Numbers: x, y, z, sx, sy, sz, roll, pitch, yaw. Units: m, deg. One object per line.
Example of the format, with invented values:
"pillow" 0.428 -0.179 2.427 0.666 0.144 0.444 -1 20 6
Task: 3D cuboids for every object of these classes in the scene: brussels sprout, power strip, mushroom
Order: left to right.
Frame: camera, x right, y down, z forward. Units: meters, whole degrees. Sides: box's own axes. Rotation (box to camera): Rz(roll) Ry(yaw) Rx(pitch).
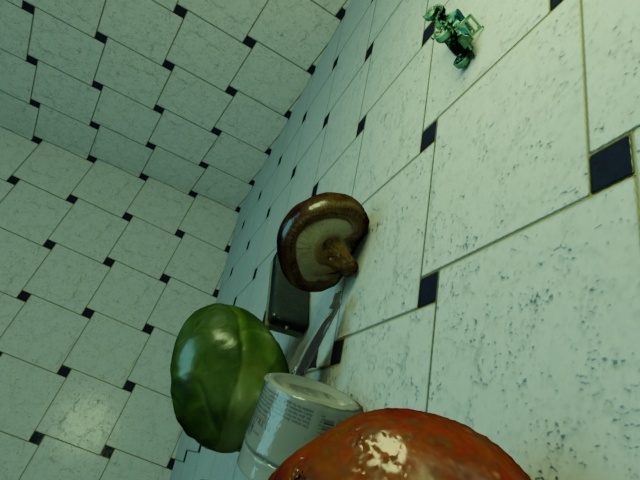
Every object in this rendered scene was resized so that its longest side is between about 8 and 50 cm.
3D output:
"brussels sprout" -0.221 0.341 1.213 0.315 0.276 0.371 25 122 60
"power strip" -0.087 0.143 1.356 0.256 0.105 0.070 -90 23 -49
"mushroom" -0.003 -0.006 1.098 0.231 0.194 0.138 -56 20 12

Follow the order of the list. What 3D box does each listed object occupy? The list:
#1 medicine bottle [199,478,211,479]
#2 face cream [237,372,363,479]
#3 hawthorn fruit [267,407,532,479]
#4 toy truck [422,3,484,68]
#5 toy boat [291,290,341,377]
"medicine bottle" -0.198 0.588 1.103 0.105 0.168 0.105 -162 90 -74
"face cream" -0.031 0.320 0.841 0.177 0.177 0.153 179 111 -73
"hawthorn fruit" 0.091 0.286 0.377 0.307 0.276 0.276 26 97 57
"toy truck" 0.248 -0.391 0.928 0.078 0.080 0.154 -36 33 28
"toy boat" -0.034 0.261 1.016 0.318 0.072 0.219 -66 -14 17
